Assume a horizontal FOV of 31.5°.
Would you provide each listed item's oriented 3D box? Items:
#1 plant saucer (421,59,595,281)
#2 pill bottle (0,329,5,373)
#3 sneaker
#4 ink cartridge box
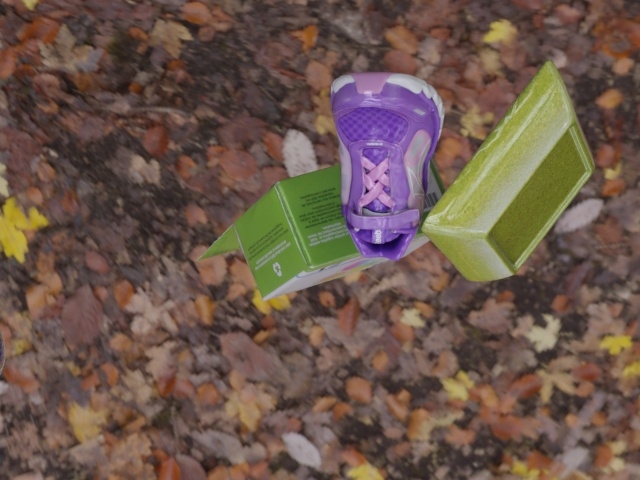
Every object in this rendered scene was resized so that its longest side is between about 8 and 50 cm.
[{"bbox_3d":[0.189,-0.047,1.055,0.188,0.045,0.188,-52,153,-1],"label":"plant saucer"},{"bbox_3d":[-0.349,0.107,0.994,0.112,0.187,0.112,0,91,-4],"label":"pill bottle"},{"bbox_3d":[0.055,-0.056,0.988,0.095,0.236,0.104,7,65,9],"label":"sneaker"},{"bbox_3d":[0.000,0.000,1.236,0.189,0.255,0.097,-17,79,-29],"label":"ink cartridge box"}]
